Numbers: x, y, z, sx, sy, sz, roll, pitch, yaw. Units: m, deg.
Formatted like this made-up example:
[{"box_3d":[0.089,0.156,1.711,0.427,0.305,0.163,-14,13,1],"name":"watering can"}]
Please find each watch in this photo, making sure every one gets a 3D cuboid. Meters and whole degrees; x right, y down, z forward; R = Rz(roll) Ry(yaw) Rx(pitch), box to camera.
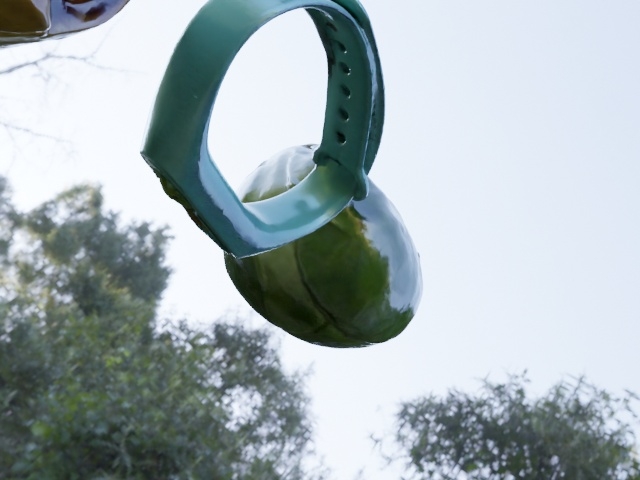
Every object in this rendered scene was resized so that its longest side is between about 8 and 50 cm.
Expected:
[{"box_3d":[-0.034,-0.085,0.642,0.068,0.195,0.237,37,-12,33],"name":"watch"}]

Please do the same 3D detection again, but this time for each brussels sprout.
[{"box_3d":[0.000,0.000,1.341,0.276,0.315,0.371,-44,-124,20],"name":"brussels sprout"}]

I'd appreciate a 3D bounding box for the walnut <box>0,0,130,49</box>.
[{"box_3d":[-0.205,-0.203,0.471,0.336,0.209,0.209,14,-51,54],"name":"walnut"}]
